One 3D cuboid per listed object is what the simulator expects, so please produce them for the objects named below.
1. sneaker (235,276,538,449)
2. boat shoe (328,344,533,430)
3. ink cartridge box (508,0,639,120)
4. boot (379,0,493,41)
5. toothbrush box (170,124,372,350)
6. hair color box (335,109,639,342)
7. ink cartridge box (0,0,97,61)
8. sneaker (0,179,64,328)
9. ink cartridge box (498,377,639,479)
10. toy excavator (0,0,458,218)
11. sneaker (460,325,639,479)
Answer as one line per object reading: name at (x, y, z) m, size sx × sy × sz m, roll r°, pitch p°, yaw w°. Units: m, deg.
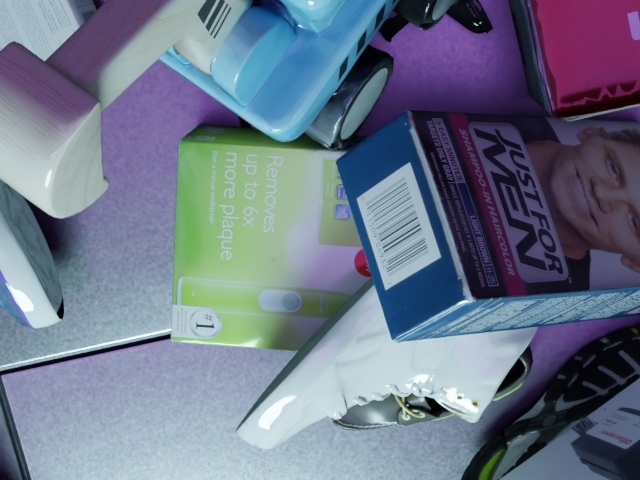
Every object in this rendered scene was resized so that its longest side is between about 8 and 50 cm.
sneaker at (0.070, 0.131, 1.249) m, size 0.292 × 0.108 × 0.169 m, roll -44°, pitch 95°, yaw 10°
boat shoe at (0.110, 0.148, 1.388) m, size 0.228 × 0.068 × 0.081 m, roll -20°, pitch 100°, yaw 8°
ink cartridge box at (0.338, -0.211, 1.196) m, size 0.310 × 0.272 × 0.130 m, roll -13°, pitch 100°, yaw 6°
boot at (0.100, -0.234, 1.323) m, size 0.099 × 0.045 × 0.121 m, roll -34°, pitch 90°, yaw 7°
toothbrush box at (0.000, 0.000, 1.340) m, size 0.283 × 0.122 × 0.206 m, roll 5°, pitch 102°, yaw 1°
hair color box at (0.194, -0.016, 1.197) m, size 0.105 × 0.347 × 0.173 m, roll -33°, pitch 68°, yaw 44°
ink cartridge box at (-0.335, -0.212, 1.366) m, size 0.225 × 0.056 × 0.181 m, roll -19°, pitch 100°, yaw 26°
sneaker at (-0.432, -0.010, 1.346) m, size 0.236 × 0.130 × 0.322 m, roll -28°, pitch 104°, yaw 3°
ink cartridge box at (0.337, 0.261, 1.296) m, size 0.307 × 0.129 × 0.223 m, roll -36°, pitch 127°, yaw -2°
toy excavator at (-0.075, -0.201, 1.094) m, size 0.222 × 0.445 × 0.433 m, roll 36°, pitch 90°, yaw 12°
sneaker at (0.283, 0.207, 1.384) m, size 0.300 × 0.111 × 0.121 m, roll -42°, pitch 115°, yaw 11°
